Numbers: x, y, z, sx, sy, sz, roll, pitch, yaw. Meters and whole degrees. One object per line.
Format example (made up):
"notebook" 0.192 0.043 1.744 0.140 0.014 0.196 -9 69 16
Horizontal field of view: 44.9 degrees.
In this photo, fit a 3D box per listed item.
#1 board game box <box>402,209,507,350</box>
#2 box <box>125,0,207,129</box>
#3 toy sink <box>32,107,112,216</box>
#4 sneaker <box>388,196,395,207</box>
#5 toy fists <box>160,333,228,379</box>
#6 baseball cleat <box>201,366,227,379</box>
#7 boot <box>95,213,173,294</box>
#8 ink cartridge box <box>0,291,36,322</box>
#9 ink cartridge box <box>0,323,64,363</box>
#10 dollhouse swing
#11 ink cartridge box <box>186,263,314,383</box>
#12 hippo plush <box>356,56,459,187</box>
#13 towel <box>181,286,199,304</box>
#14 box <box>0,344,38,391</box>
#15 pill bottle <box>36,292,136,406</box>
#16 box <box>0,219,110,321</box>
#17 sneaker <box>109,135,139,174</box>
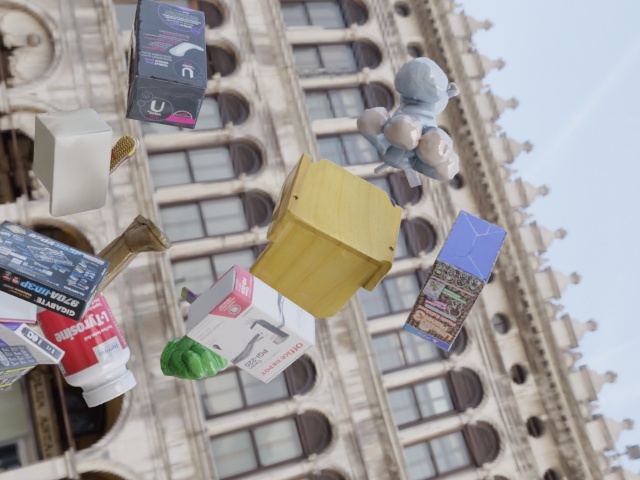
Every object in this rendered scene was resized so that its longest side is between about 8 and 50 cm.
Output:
"board game box" 0.363 0.109 2.097 0.141 0.232 0.291 26 -45 9
"box" -0.362 -0.413 1.814 0.143 0.165 0.271 121 -30 -48
"toy sink" -0.631 -0.200 1.958 0.131 0.152 0.234 42 -48 34
"sneaker" 0.140 -0.118 2.309 0.089 0.170 0.051 -46 149 -84
"toy fists" -0.260 0.227 1.846 0.142 0.279 0.096 1 -61 23
"baseball cleat" -0.350 0.347 2.207 0.205 0.109 0.072 -8 -74 52
"boot" -0.514 0.062 1.967 0.089 0.269 0.236 50 -14 -22
"ink cartridge box" -0.925 0.123 1.860 0.279 0.384 0.161 20 68 -68
"ink cartridge box" -0.833 0.266 2.094 0.206 0.208 0.045 -7 -131 37
"dollhouse swing" 0.000 0.000 2.265 0.305 0.346 0.315 -43 -154 50
"ink cartridge box" -0.140 0.174 1.575 0.158 0.217 0.092 -41 -151 25
"hippo plush" 0.242 -0.276 1.770 0.234 0.237 0.294 23 -12 23
"towel" -0.363 0.169 2.213 0.083 0.009 0.060 34 -37 8
"box" -0.758 0.317 1.676 0.060 0.216 0.270 52 -3 4
"pill bottle" -0.782 0.336 2.588 0.408 0.229 0.229 65 -24 -3
"box" -0.520 0.053 1.439 0.175 0.220 0.051 -94 -151 -68
"sneaker" -0.624 -0.244 2.346 0.070 0.185 0.084 54 3 2
